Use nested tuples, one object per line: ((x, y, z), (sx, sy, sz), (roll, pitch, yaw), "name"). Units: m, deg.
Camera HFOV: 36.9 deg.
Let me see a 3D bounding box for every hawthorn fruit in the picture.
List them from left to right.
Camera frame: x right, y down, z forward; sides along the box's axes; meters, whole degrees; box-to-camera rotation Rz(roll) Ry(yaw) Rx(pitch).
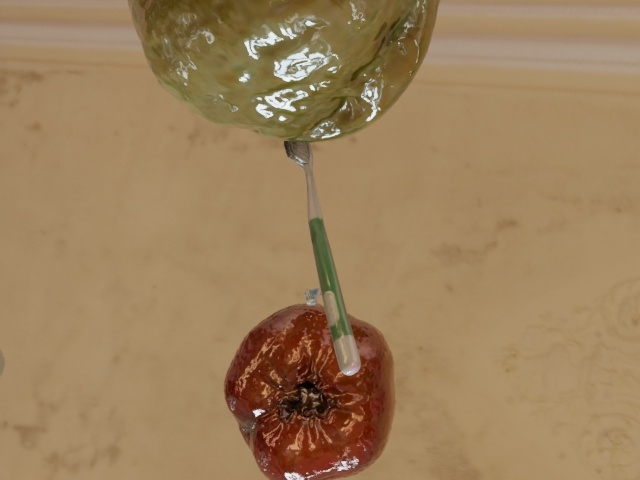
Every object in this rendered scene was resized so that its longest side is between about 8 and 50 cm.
((-0.007, 0.175, 1.137), (0.207, 0.243, 0.207), (0, -89, 5), "hawthorn fruit")

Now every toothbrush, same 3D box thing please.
((-0.005, 0.057, 0.971), (0.014, 0.162, 0.017), (-17, -94, 3), "toothbrush")
((0.000, 0.000, 0.791), (0.018, 0.024, 0.257), (-39, -135, 29), "toothbrush")

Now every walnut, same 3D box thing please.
((-0.029, -0.203, 0.778), (0.283, 0.227, 0.283), (13, -68, 36), "walnut")

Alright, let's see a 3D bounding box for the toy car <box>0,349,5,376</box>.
((-0.503, 0.167, 1.371), (0.112, 0.139, 0.112), (33, -55, 14), "toy car")
